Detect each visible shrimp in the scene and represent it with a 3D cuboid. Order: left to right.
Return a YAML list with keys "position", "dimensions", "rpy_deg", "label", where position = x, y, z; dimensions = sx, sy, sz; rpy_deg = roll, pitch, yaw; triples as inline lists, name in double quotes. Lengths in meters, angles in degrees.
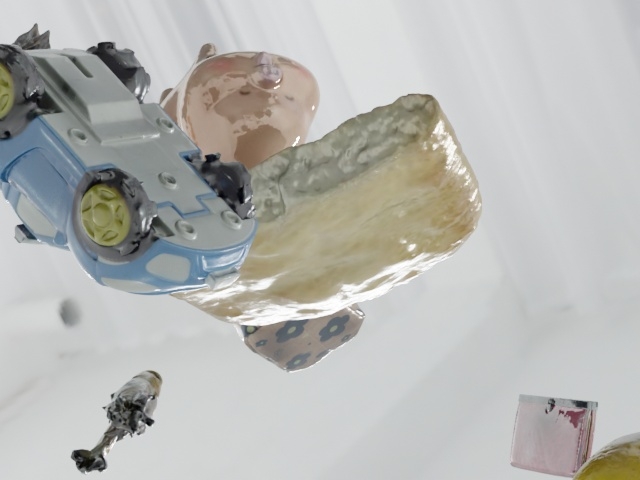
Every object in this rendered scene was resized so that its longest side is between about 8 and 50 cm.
- position: [-0.311, 0.281, 2.254]
  dimensions: [0.178, 0.075, 0.289]
  rpy_deg: [-55, -173, 6]
  label: "shrimp"

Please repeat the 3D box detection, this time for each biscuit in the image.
- position: [0.000, 0.001, 1.923]
  dimensions: [0.429, 0.104, 0.446]
  rpy_deg: [-23, 155, 7]
  label: "biscuit"

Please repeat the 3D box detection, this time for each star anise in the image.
- position: [-0.428, -0.214, 2.174]
  dimensions: [0.089, 0.209, 0.231]
  rpy_deg: [0, 159, -14]
  label: "star anise"

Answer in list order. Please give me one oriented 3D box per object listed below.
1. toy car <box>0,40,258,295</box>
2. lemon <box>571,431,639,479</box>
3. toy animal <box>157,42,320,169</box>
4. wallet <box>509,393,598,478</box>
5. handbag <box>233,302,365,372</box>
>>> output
- position: [-0.202, -0.053, 1.357]
  dimensions: [0.166, 0.314, 0.198]
  rpy_deg: [-52, 162, 28]
  label: "toy car"
- position: [0.340, 0.278, 1.515]
  dimensions: [0.207, 0.170, 0.170]
  rpy_deg: [-14, -175, -43]
  label: "lemon"
- position: [-0.140, -0.166, 2.200]
  dimensions: [0.237, 0.269, 0.326]
  rpy_deg: [2, 149, -28]
  label: "toy animal"
- position: [0.356, 0.301, 2.309]
  dimensions: [0.025, 0.119, 0.232]
  rpy_deg: [11, 173, -18]
  label: "wallet"
- position: [-0.064, 0.090, 2.551]
  dimensions: [0.190, 0.193, 0.251]
  rpy_deg: [-35, 151, 7]
  label: "handbag"
